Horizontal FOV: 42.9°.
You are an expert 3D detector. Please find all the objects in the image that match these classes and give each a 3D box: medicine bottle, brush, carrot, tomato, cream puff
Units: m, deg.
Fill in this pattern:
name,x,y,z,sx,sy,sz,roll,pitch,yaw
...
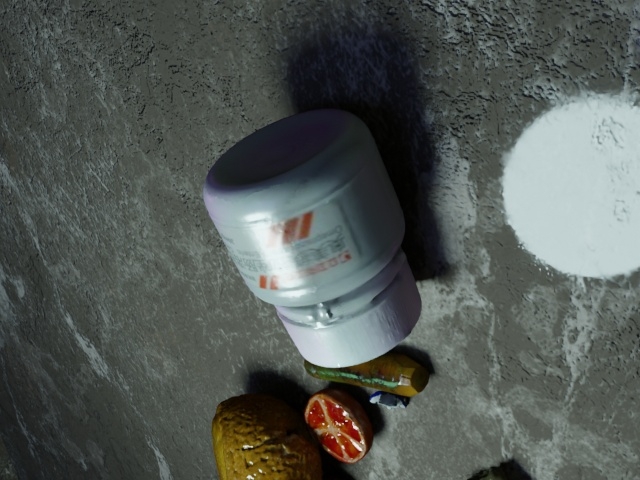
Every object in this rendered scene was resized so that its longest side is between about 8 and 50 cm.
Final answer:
name,x,y,z,sx,sy,sz,roll,pitch,yaw
medicine bottle,0.000,0.000,1.196,0.256,0.256,0.325,5,129,42
brush,0.253,0.460,1.447,0.084,0.071,0.301,65,150,11
carrot,0.076,0.228,1.438,0.260,0.070,0.070,-2,116,46
tomato,0.046,0.343,1.544,0.155,0.069,0.155,26,132,33
cream puff,-0.100,0.450,1.631,0.303,0.212,0.303,171,90,-78

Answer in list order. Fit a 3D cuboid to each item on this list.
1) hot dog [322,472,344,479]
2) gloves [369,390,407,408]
name,x,y,z,sx,sy,sz,roll,pitch,yaw
hot dog,0.030,0.597,1.712,0.160,0.099,0.227,-136,27,-62
gloves,0.118,0.282,1.439,0.064,0.026,0.086,7,164,19
